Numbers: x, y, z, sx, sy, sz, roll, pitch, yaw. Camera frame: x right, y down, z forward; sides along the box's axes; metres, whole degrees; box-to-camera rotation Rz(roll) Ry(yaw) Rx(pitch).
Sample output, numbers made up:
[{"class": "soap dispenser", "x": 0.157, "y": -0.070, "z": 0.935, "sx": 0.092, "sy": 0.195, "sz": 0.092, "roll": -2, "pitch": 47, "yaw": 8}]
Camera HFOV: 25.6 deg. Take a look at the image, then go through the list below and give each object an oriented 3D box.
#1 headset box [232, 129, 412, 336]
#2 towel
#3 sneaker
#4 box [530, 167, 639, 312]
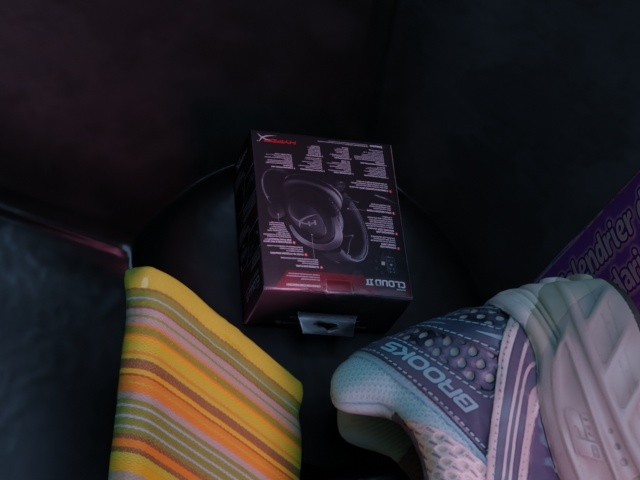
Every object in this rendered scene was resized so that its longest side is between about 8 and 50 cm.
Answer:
[{"class": "headset box", "x": 0.000, "y": 0.000, "z": 0.568, "sx": 0.062, "sy": 0.032, "sz": 0.083, "roll": 4, "pitch": 59, "yaw": -18}, {"class": "towel", "x": -0.044, "y": 0.130, "z": 0.441, "sx": 0.102, "sy": 0.021, "sz": 0.237, "roll": 44, "pitch": 39, "yaw": -45}, {"class": "sneaker", "x": 0.073, "y": 0.151, "z": 0.474, "sx": 0.122, "sy": 0.110, "sz": 0.283, "roll": -10, "pitch": 59, "yaw": -6}, {"class": "box", "x": 0.247, "y": -0.027, "z": 0.574, "sx": 0.293, "sy": 0.201, "sz": 0.057, "roll": -12, "pitch": 65, "yaw": -27}]
